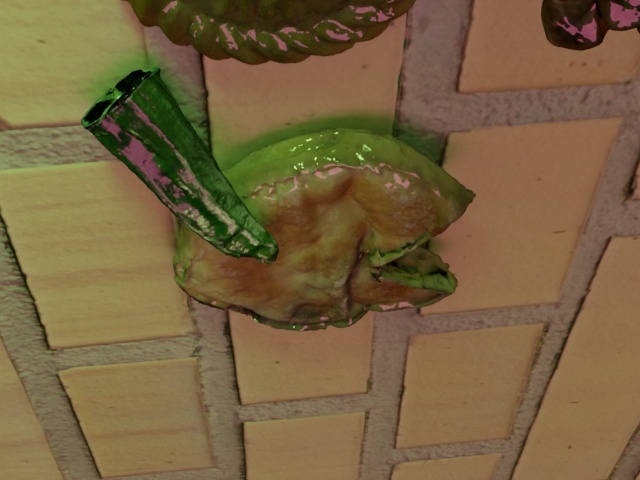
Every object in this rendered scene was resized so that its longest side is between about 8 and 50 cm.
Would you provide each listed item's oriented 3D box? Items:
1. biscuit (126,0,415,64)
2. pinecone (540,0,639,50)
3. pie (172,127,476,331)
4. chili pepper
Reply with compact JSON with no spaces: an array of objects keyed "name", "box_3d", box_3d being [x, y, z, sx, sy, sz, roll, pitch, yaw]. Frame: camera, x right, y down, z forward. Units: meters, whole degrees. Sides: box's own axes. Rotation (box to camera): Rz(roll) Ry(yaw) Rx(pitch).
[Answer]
[{"name":"biscuit","box_3d":[-0.019,-0.208,0.888,0.274,0.036,0.187,-18,144,15]},{"name":"pinecone","box_3d":[0.220,-0.245,0.738,0.229,0.201,0.202,-14,141,4]},{"name":"pie","box_3d":[0.000,0.000,1.165,0.338,0.075,0.337,-1,147,-1]},{"name":"chili pepper","box_3d":[-0.109,-0.055,1.014,0.088,0.059,0.227,-29,121,26]}]
